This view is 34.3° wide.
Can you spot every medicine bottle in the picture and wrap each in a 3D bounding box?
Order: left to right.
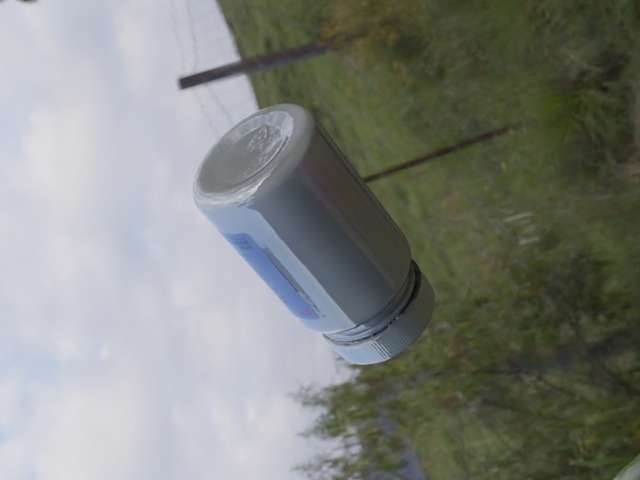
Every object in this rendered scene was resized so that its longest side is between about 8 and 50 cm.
[{"bbox_3d":[0.000,0.000,0.743,0.187,0.103,0.103,51,-159,-33],"label":"medicine bottle"}]

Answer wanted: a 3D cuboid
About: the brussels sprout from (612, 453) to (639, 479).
[{"bbox_3d":[0.295,0.234,0.558,0.268,0.344,0.344,37,-145,-47],"label":"brussels sprout"}]
